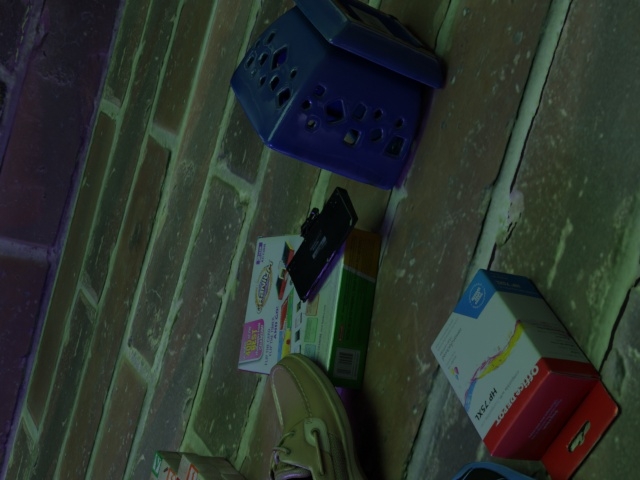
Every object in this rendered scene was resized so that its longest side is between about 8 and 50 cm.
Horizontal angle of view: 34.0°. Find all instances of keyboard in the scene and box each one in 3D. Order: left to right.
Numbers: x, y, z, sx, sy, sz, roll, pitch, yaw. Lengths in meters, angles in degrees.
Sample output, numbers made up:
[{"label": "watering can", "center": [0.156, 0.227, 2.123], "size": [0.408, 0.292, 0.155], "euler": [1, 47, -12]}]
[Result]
[{"label": "keyboard", "center": [0.000, 0.000, 1.608], "size": [0.180, 0.023, 0.108], "euler": [-57, 41, 32]}]

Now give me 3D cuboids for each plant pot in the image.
[{"label": "plant pot", "center": [0.031, -0.242, 1.570], "size": [0.212, 0.236, 0.236], "euler": [-59, 33, 21]}]

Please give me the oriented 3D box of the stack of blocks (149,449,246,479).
[{"label": "stack of blocks", "center": [-0.225, 0.479, 1.903], "size": [0.297, 0.087, 0.171], "euler": [24, 101, 61]}]

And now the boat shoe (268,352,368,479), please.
[{"label": "boat shoe", "center": [-0.014, 0.311, 1.488], "size": [0.341, 0.110, 0.122], "euler": [64, 148, 33]}]

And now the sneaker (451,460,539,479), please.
[{"label": "sneaker", "center": [0.205, 0.310, 1.158], "size": [0.232, 0.090, 0.081], "euler": [-4, 120, 60]}]

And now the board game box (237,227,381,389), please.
[{"label": "board game box", "center": [-0.025, 0.107, 1.704], "size": [0.316, 0.064, 0.242], "euler": [-3, 77, 61]}]

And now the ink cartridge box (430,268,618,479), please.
[{"label": "ink cartridge box", "center": [0.229, 0.156, 1.207], "size": [0.134, 0.078, 0.231], "euler": [-63, 32, 27]}]
